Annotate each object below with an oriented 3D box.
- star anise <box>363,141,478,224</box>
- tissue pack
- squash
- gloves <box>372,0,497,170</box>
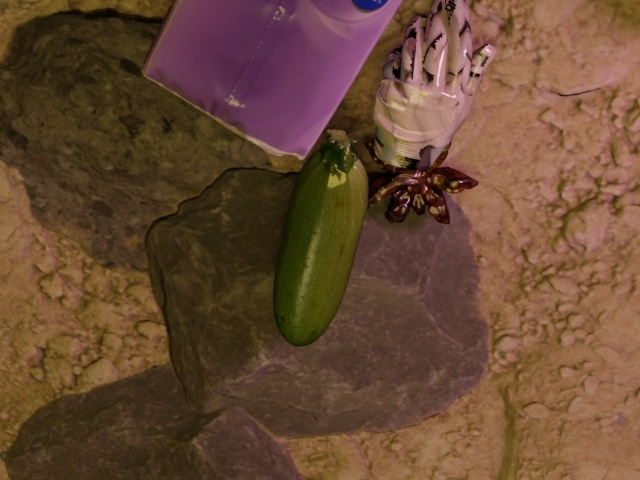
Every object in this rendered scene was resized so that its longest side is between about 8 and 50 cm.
[{"bbox_3d":[0.128,-0.086,1.674,0.167,0.057,0.168,-1,119,-3],"label":"star anise"},{"bbox_3d":[-0.040,-0.291,1.504,0.242,0.160,0.338,27,121,-9],"label":"tissue pack"},{"bbox_3d":[0.000,0.000,1.692,0.107,0.107,0.395,12,137,0],"label":"squash"},{"bbox_3d":[0.138,-0.198,1.556,0.127,0.111,0.212,20,119,8],"label":"gloves"}]
